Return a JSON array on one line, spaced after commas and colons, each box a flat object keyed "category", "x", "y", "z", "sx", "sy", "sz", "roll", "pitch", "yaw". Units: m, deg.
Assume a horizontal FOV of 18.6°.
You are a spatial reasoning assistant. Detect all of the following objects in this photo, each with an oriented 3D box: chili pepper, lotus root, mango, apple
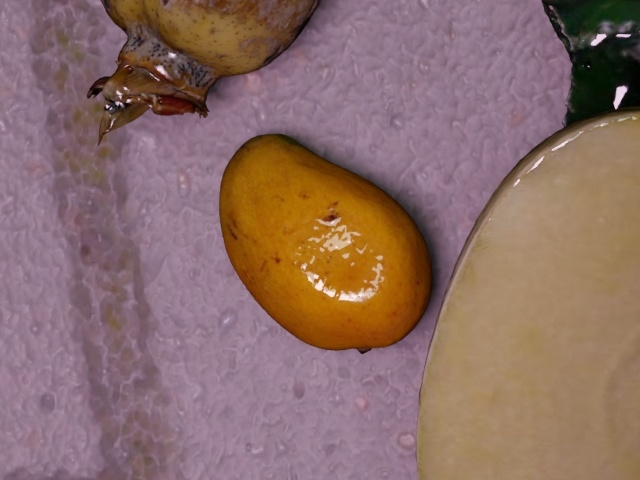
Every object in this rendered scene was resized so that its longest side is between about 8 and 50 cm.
[{"category": "chili pepper", "x": 0.214, "y": -0.142, "z": 1.251, "sx": 0.148, "sy": 0.116, "sz": 0.264, "roll": -7, "pitch": 91, "yaw": 4}, {"category": "lotus root", "x": -0.069, "y": -0.183, "z": 1.275, "sx": 0.154, "sy": 0.154, "sz": 0.278, "roll": 21, "pitch": 92, "yaw": 6}, {"category": "mango", "x": -0.002, "y": 0.007, "z": 1.294, "sx": 0.165, "sy": 0.089, "sz": 0.115, "roll": 29, "pitch": 93, "yaw": 8}, {"category": "apple", "x": 0.245, "y": 0.081, "z": 1.152, "sx": 0.312, "sy": 0.320, "sz": 0.360, "roll": 16, "pitch": 117, "yaw": 39}]
